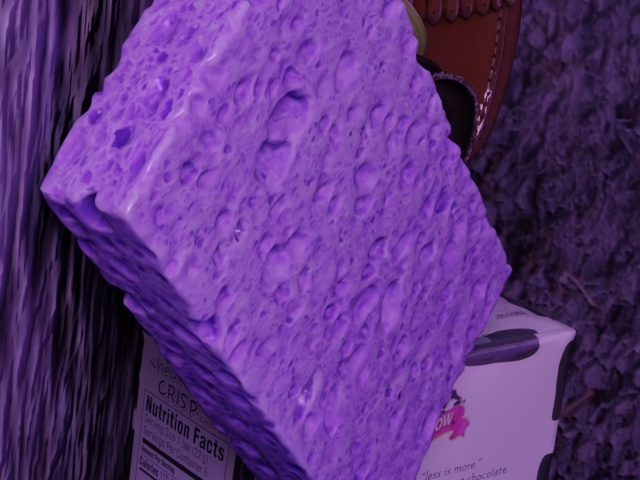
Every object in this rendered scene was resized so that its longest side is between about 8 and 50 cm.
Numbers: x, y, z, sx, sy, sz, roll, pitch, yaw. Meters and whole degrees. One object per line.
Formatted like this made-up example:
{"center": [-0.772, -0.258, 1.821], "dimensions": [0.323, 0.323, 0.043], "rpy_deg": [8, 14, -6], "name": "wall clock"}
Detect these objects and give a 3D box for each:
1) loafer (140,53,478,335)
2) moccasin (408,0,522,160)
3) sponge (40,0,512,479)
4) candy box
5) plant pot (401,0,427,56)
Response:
{"center": [0.015, -0.010, 0.672], "dimensions": [0.220, 0.078, 0.080], "rpy_deg": [-39, 140, -55], "name": "loafer"}
{"center": [0.074, -0.228, 1.142], "dimensions": [0.147, 0.139, 0.380], "rpy_deg": [-67, 165, -74], "name": "moccasin"}
{"center": [0.000, 0.000, 0.530], "dimensions": [0.117, 0.031, 0.210], "rpy_deg": [-62, 148, -23], "name": "sponge"}
{"center": [0.002, 0.139, 0.698], "dimensions": [0.159, 0.071, 0.233], "rpy_deg": [-6, 113, -40], "name": "candy box"}
{"center": [-0.008, -0.064, 0.763], "dimensions": [0.083, 0.083, 0.079], "rpy_deg": [92, 20, -64], "name": "plant pot"}
